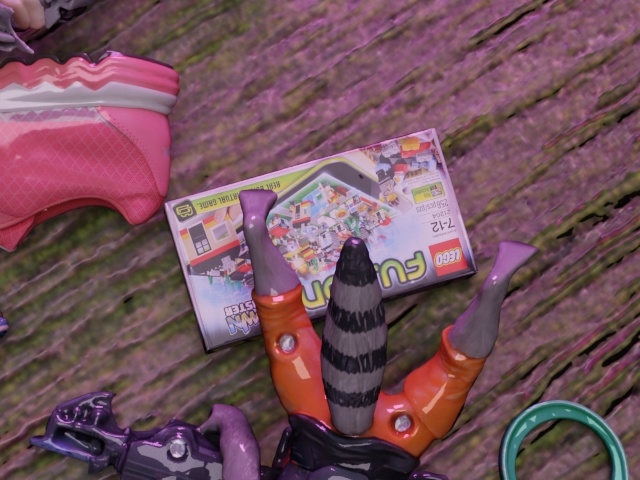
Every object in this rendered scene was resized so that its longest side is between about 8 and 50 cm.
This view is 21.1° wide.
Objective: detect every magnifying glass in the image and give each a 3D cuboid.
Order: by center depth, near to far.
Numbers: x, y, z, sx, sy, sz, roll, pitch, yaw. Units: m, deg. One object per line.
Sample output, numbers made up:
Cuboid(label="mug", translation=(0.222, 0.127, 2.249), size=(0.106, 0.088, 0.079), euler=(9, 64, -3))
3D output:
Cuboid(label="magnifying glass", translation=(0.209, 0.221, 1.241), size=(0.092, 0.026, 0.231), euler=(-29, 85, -9))

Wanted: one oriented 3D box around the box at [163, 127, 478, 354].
Cuboid(label="box", translation=(0.000, 0.000, 1.252), size=(0.207, 0.036, 0.114), euler=(-16, 83, -7))

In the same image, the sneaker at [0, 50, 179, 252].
Cuboid(label="sneaker", translation=(-0.253, -0.057, 1.201), size=(0.314, 0.116, 0.136), euler=(-4, 91, -2))

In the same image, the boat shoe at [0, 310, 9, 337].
Cuboid(label="boat shoe", translation=(-0.312, 0.059, 1.200), size=(0.183, 0.066, 0.066), euler=(-11, 81, -7))

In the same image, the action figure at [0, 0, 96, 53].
Cuboid(label="action figure", translation=(-0.171, -0.216, 1.224), size=(0.285, 0.099, 0.185), euler=(-27, 44, -19))

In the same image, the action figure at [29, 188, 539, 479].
Cuboid(label="action figure", translation=(-0.033, 0.138, 1.145), size=(0.341, 0.178, 0.330), euler=(10, 99, 1))
